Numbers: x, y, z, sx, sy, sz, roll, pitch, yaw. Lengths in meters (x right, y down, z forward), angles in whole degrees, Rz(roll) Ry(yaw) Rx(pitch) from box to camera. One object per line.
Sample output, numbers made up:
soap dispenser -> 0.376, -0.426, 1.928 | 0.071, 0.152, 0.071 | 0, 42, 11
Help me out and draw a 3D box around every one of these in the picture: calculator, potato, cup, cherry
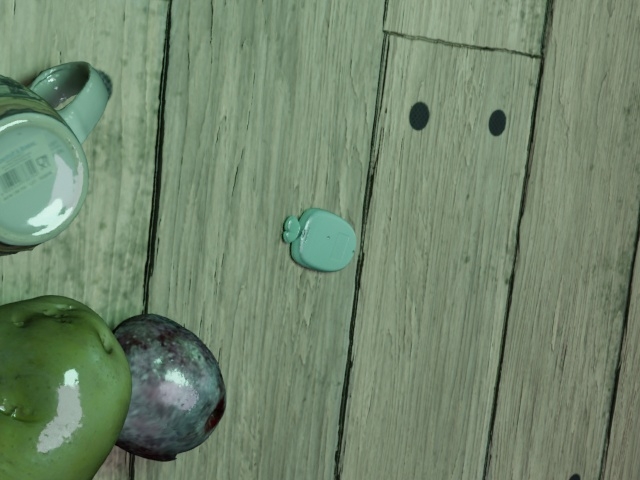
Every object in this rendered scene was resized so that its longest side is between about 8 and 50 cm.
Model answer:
calculator -> 0.000, 0.000, 1.660 | 0.153, 0.021, 0.095 | 21, 86, -45
potato -> -0.372, 0.218, 1.247 | 0.243, 0.221, 0.326 | 36, 94, -7
cup -> -0.345, -0.102, 1.186 | 0.301, 0.257, 0.227 | -42, 127, -28
cherry -> -0.216, 0.194, 1.402 | 0.195, 0.195, 0.195 | -11, 107, -39
